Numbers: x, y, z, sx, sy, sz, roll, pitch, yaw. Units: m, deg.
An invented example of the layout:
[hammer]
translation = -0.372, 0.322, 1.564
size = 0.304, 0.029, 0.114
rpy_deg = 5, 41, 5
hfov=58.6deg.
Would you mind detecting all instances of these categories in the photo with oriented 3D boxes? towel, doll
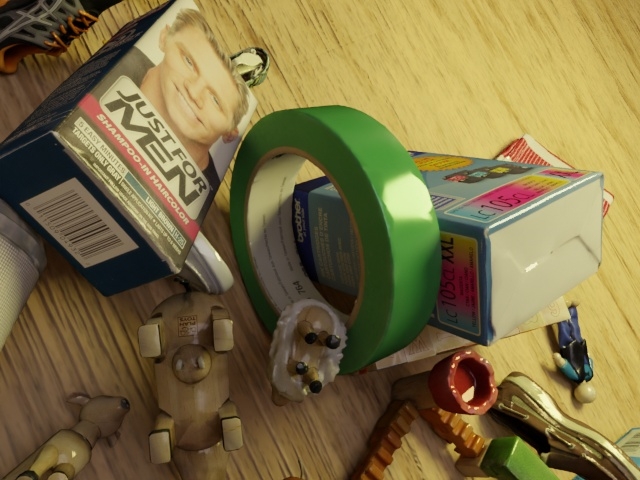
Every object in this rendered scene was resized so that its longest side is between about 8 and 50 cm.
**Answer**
[towel]
translation = 0.421, -0.076, 1.107
size = 0.237, 0.037, 0.329
rpy_deg = 41, 53, 14
[doll]
translation = 0.471, 0.207, 1.062
size = 0.129, 0.046, 0.188
rpy_deg = 1, 76, -40

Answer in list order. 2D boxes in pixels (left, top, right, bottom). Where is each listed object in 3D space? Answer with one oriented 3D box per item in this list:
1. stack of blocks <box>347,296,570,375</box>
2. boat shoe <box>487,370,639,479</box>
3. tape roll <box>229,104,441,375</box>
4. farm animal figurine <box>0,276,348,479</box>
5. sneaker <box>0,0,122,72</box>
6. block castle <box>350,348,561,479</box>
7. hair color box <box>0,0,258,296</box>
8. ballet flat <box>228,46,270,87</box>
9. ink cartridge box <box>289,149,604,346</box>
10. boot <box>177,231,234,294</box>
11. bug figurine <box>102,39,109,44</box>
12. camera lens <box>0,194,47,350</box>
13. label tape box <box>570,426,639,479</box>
[stack of blocks]
translation = 0.185, 0.122, 0.848
size = 0.297, 0.171, 0.087
rpy_deg = -11, 75, -15
[boat shoe]
translation = 0.370, 0.325, 0.886
size = 0.095, 0.095, 0.257
rpy_deg = -35, 52, -22
[tape roll]
translation = 0.000, 0.000, 0.698
size = 0.077, 0.321, 0.321
rpy_deg = -16, 79, -36
[farm animal figurine]
translation = -0.158, 0.199, 0.606
size = 0.331, 0.172, 0.326
rpy_deg = 12, 85, -11
[sneaker]
translation = -0.337, -0.280, 0.725
size = 0.215, 0.084, 0.083
rpy_deg = -17, 93, 9
[block castle]
translation = 0.246, 0.400, 0.747
size = 0.453, 0.213, 0.303
rpy_deg = 47, 55, -7
[hair color box]
translation = -0.190, -0.126, 0.636
size = 0.173, 0.105, 0.347
rpy_deg = 56, 28, -33
[ballet flat]
translation = -0.152, -0.254, 0.872
size = 0.188, 0.070, 0.070
rpy_deg = -37, 91, -36
[ink cartridge box]
translation = 0.141, -0.023, 0.805
size = 0.270, 0.396, 0.151
rpy_deg = -21, 113, -36
[boot]
translation = -0.238, 0.004, 0.708
size = 0.258, 0.095, 0.123
rpy_deg = 42, 61, 1
[bug figurine]
translation = -0.274, -0.326, 0.822
size = 0.216, 0.072, 0.278
rpy_deg = -19, 86, -28
[camera lens]
translation = -0.396, 0.067, 0.498
size = 0.220, 0.219, 0.274
rpy_deg = 26, 59, -19
[label tape box]
translation = 0.580, 0.528, 0.957
size = 0.249, 0.115, 0.347
rpy_deg = -17, 84, -34
